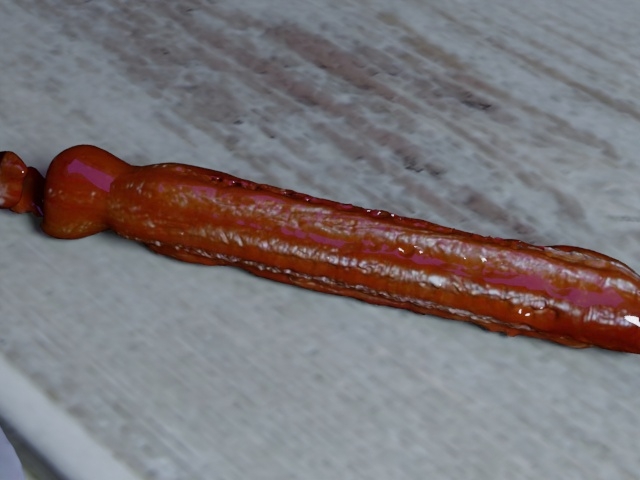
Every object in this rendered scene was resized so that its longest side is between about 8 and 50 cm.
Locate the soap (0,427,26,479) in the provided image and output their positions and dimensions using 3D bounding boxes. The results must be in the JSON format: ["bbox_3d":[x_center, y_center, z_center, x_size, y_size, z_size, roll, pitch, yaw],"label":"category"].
[{"bbox_3d":[-0.209,0.082,0.636,0.208,0.115,0.347,-10,17,-3],"label":"soap"}]

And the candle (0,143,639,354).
[{"bbox_3d":[0.000,0.000,0.882,0.329,0.048,0.051,13,54,16],"label":"candle"}]
